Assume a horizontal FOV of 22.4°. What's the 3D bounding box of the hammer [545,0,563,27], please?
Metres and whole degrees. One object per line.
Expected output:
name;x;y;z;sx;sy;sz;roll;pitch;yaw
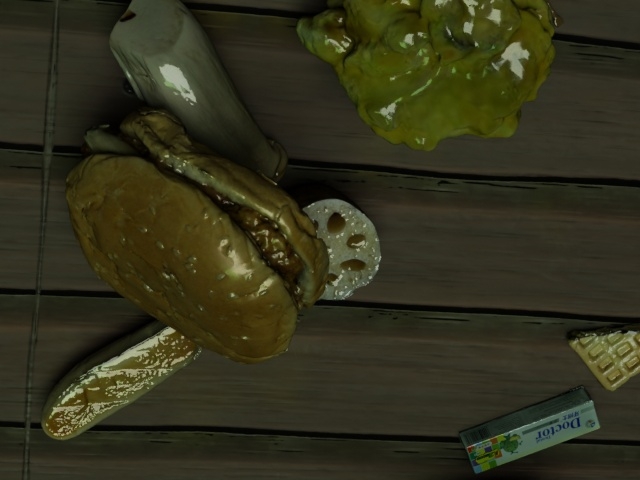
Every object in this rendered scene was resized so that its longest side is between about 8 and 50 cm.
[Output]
hammer;0.228;-0.278;1.730;0.029;0.014;0.123;-30;117;13

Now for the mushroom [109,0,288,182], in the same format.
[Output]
mushroom;-0.128;-0.146;1.667;0.096;0.108;0.247;-36;115;-1

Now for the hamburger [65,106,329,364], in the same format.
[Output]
hamburger;-0.133;0.000;1.641;0.144;0.283;0.259;-47;154;-19

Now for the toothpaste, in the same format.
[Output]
toothpaste;0.248;0.226;1.930;0.164;0.034;0.046;-20;118;-1

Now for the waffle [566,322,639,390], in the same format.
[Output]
waffle;0.376;0.107;1.908;0.152;0.023;0.097;-34;115;7

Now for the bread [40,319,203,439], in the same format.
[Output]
bread;-0.223;0.144;1.802;0.214;0.053;0.073;-33;118;2

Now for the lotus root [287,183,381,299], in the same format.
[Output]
lotus root;0.003;-0.001;1.767;0.112;0.081;0.122;-20;114;-3

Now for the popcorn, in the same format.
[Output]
popcorn;0.111;-0.217;1.656;0.266;0.192;0.233;17;127;9
